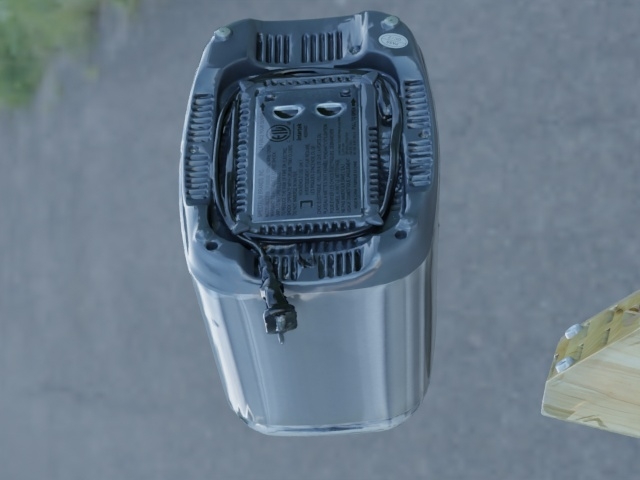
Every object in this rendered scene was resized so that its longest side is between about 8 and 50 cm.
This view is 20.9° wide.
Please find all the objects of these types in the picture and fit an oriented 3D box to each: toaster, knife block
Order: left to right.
[{"bbox_3d":[0.000,0.000,0.892,0.146,0.129,0.227,82,-175,-47],"label":"toaster"},{"bbox_3d":[0.325,0.115,1.194,0.242,0.276,0.088,54,-157,-7],"label":"knife block"}]
